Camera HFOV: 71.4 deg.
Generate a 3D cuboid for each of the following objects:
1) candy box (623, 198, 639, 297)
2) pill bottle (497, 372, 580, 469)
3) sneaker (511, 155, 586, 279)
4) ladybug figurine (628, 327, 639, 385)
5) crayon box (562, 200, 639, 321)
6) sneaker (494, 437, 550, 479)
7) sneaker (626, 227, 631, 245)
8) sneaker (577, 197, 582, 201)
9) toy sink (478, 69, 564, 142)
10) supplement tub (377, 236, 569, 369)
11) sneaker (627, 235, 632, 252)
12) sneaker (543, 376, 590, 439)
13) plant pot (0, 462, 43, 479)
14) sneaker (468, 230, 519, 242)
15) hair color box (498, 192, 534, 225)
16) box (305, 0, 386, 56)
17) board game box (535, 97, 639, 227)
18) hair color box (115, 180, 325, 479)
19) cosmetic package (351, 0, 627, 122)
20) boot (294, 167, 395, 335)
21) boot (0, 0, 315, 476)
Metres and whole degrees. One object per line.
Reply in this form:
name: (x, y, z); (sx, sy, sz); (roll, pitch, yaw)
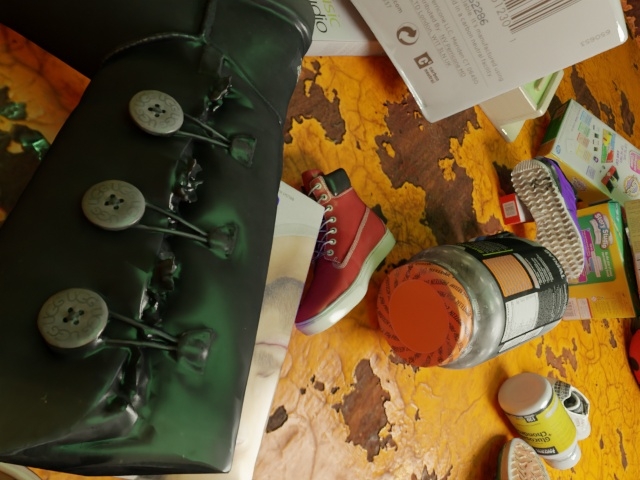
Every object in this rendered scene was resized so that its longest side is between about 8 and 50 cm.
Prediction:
candy box: (0.798, 0.074, 1.045); (0.183, 0.088, 0.316); (38, 51, -36)
pill bottle: (0.437, 0.359, 0.880); (0.184, 0.103, 0.103); (55, 51, -14)
sneaker: (0.551, -0.061, 1.027); (0.146, 0.102, 0.293); (-23, 95, -40)
ladybug figurine: (1.080, 0.402, 1.357); (0.449, 0.162, 0.305); (47, 53, -20)
crayon box: (0.674, 0.056, 1.112); (0.081, 0.165, 0.278); (-3, 81, -40)
sneaker: (0.322, 0.487, 0.765); (0.108, 0.121, 0.302); (36, 37, -2)
sneaker: (0.952, -0.052, 1.422); (0.105, 0.095, 0.236); (-32, 99, -48)
sneaker: (0.767, -0.223, 1.315); (0.097, 0.084, 0.234); (35, 59, -26)
toy sink: (0.471, -0.372, 1.060); (0.234, 0.131, 0.152); (42, 70, -25)
supplement tub: (0.255, 0.097, 0.740); (0.316, 0.194, 0.193); (-4, 81, -39)
sneaker: (0.829, 0.031, 1.288); (0.111, 0.129, 0.297); (52, 34, -14)
sneaker: (0.541, 0.374, 0.968); (0.235, 0.095, 0.090); (40, 55, -26)
plant pot: (-0.304, 0.254, 0.296); (0.238, 0.110, 0.237); (12, 72, -38)
sneaker: (0.390, 0.022, 0.941); (0.152, 0.085, 0.058); (20, 66, -34)
hair color box: (0.493, -0.077, 1.079); (0.141, 0.043, 0.071); (-5, 82, -39)
box: (-0.006, -0.432, 0.753); (0.322, 0.059, 0.232); (-23, 93, -42)
board game box: (0.771, -0.216, 1.247); (0.317, 0.064, 0.242); (36, 63, -4)
hair color box: (-0.128, 0.074, 0.490); (0.185, 0.110, 0.338); (30, 63, -30)
cosmetic package: (0.281, -0.490, 0.772); (0.329, 0.328, 0.393); (46, 45, -30)
boot: (0.000, 0.000, 0.630); (0.176, 0.088, 0.244); (54, 44, -15)
boot: (-0.210, -0.065, 0.370); (0.367, 0.146, 0.444); (12, 70, -5)
